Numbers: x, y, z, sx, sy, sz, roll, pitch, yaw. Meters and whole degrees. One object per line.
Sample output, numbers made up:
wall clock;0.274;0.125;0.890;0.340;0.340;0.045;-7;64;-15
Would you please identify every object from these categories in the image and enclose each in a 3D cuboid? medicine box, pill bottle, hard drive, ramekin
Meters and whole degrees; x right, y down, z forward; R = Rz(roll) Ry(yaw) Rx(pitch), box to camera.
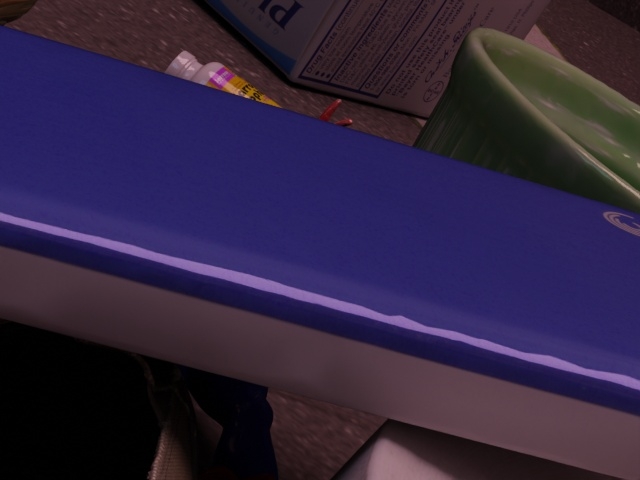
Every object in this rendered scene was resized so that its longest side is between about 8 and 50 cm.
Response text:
medicine box;0.006;-0.243;1.537;0.263;0.149;0.289;43;18;27
pill bottle;-0.059;-0.081;1.143;0.083;0.043;0.043;36;16;4
hard drive;0.000;0.000;0.658;0.319;0.040;0.210;16;18;-14
ramekin;0.176;0.015;1.145;0.303;0.148;0.303;31;16;-10

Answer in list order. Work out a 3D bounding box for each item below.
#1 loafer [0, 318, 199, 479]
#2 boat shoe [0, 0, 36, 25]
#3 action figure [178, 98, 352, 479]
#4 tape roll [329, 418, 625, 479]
loafer;-0.080;0.053;0.601;0.094;0.087;0.251;-9;33;-15
boat shoe;-0.210;-0.129;1.002;0.056;0.048;0.153;50;25;7
action figure;-0.038;0.013;0.777;0.091;0.139;0.280;27;16;-29
tape roll;0.143;0.208;0.593;0.392;0.072;0.392;34;23;-17
